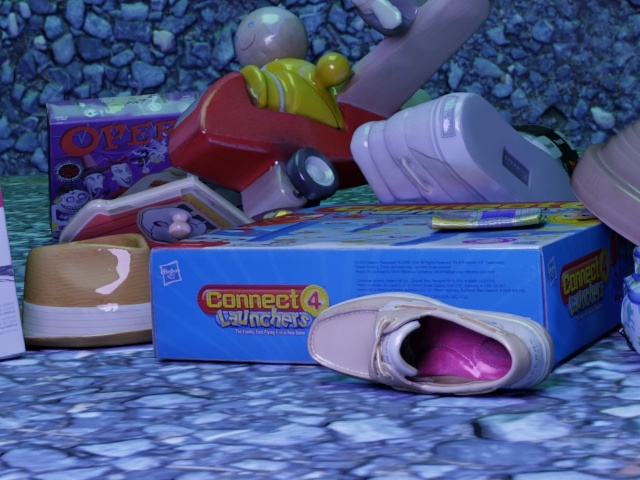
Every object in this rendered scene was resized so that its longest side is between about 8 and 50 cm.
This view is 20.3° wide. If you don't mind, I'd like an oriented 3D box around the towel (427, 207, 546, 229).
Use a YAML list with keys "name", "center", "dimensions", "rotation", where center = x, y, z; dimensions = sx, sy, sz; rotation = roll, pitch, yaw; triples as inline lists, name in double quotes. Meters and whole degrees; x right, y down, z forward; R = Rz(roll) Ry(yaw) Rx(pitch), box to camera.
- name: "towel"
  center: [0.121, -0.016, 1.308]
  dimensions: [0.083, 0.009, 0.060]
  rotation: [-2, 6, 13]

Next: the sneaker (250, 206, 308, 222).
- name: "sneaker"
  center: [0.000, 0.000, 1.742]
  dimensions: [0.185, 0.069, 0.084]
  rotation: [-4, 1, 1]

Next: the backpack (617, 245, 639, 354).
- name: "backpack"
  center: [0.251, 0.040, 1.191]
  dimensions: [0.105, 0.084, 0.114]
  rotation: [-5, 9, 7]

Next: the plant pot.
- name: "plant pot"
  center: [0.316, -0.042, 1.346]
  dimensions: [0.237, 0.109, 0.237]
  rotation: [20, 17, -7]

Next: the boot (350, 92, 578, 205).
- name: "boot"
  center: [0.134, -0.042, 1.590]
  dimensions: [0.123, 0.095, 0.258]
  rotation: [-10, -37, 34]

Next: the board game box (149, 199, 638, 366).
- name: "board game box"
  center: [0.075, 0.028, 1.380]
  dimensions: [0.308, 0.086, 0.302]
  rotation: [0, 7, 25]

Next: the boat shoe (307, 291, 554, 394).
- name: "boat shoe"
  center: [0.061, 0.066, 1.147]
  dimensions: [0.170, 0.063, 0.059]
  rotation: [1, 2, 27]

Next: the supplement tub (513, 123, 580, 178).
- name: "supplement tub"
  center: [0.237, -0.074, 2.069]
  dimensions: [0.117, 0.117, 0.190]
  rotation: [-1, 7, 19]

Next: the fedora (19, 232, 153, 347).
- name: "fedora"
  center: [-0.184, 0.037, 1.462]
  dimensions: [0.194, 0.079, 0.194]
  rotation: [-3, 7, 0]

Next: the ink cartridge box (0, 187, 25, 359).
- name: "ink cartridge box"
  center: [-0.287, 0.017, 1.382]
  dimensions: [0.063, 0.150, 0.109]
  rotation: [-12, 10, -34]

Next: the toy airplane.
- name: "toy airplane"
  center: [0.006, -0.151, 2.040]
  dimensions: [0.386, 0.272, 0.384]
  rotation: [-28, -14, -5]

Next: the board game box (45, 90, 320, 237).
- name: "board game box"
  center: [-0.164, -0.098, 2.220]
  dimensions: [0.347, 0.208, 0.056]
  rotation: [-5, 45, -11]

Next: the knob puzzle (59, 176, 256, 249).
- name: "knob puzzle"
  center: [-0.142, 0.017, 1.556]
  dimensions: [0.213, 0.030, 0.213]
  rotation: [-1, -28, -1]
